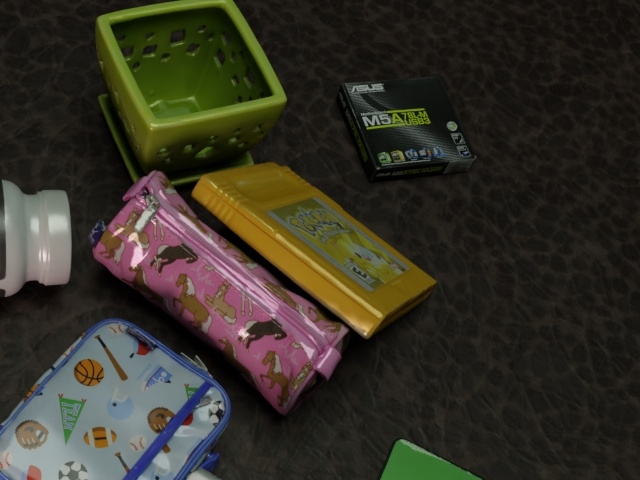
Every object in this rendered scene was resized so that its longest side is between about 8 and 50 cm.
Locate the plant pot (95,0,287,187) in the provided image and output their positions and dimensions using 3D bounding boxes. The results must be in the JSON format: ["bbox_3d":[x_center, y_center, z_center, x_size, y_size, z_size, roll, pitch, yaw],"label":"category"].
[{"bbox_3d":[-0.210,-0.210,1.837,0.228,0.207,0.227,-15,61,-25],"label":"plant pot"}]

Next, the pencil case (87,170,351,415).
[{"bbox_3d":[-0.134,0.074,1.677,0.386,0.160,0.167,39,13,9],"label":"pencil case"}]

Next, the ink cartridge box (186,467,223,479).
[{"bbox_3d":[-0.113,0.510,1.415,0.308,0.091,0.385,30,81,4],"label":"ink cartridge box"}]

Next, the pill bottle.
[{"bbox_3d":[-0.484,-0.001,1.636,0.278,0.162,0.162,-2,57,-19],"label":"pill bottle"}]

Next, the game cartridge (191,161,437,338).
[{"bbox_3d":[0.000,0.000,1.759,0.323,0.053,0.285,40,19,11],"label":"game cartridge"}]

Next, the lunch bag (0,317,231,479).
[{"bbox_3d":[-0.262,0.256,1.556,0.243,0.115,0.303,36,55,6],"label":"lunch bag"}]

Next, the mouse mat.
[{"bbox_3d":[0.140,0.375,1.660,0.152,0.007,0.190,27,54,2],"label":"mouse mat"}]

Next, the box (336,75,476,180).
[{"bbox_3d":[0.143,-0.190,2.034,0.190,0.045,0.184,-7,61,-22],"label":"box"}]
